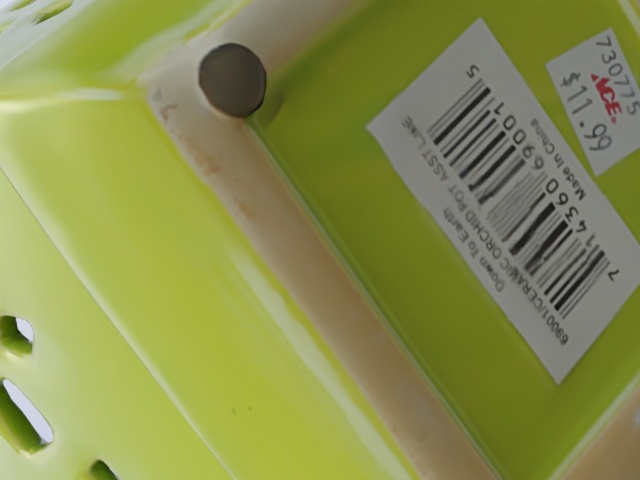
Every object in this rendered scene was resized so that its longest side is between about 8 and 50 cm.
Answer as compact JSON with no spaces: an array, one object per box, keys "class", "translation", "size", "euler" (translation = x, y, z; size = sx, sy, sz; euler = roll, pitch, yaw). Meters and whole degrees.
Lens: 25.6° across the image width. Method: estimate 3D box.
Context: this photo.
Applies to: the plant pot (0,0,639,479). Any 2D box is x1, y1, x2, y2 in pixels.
[{"class":"plant pot","translation":[0.000,0.000,0.432],"size":[0.227,0.228,0.207],"euler":[-43,14,-30]}]
